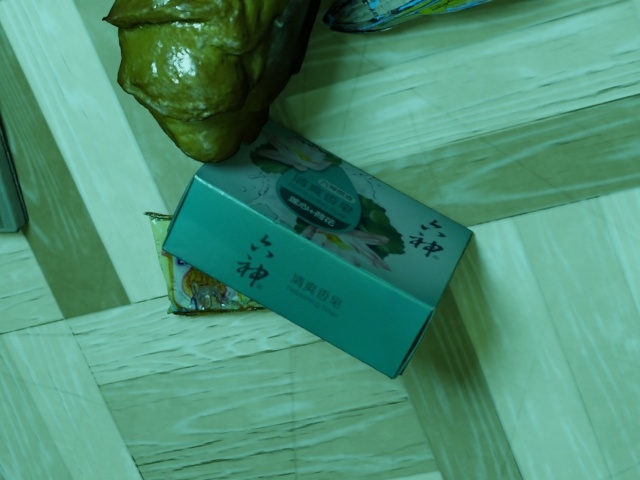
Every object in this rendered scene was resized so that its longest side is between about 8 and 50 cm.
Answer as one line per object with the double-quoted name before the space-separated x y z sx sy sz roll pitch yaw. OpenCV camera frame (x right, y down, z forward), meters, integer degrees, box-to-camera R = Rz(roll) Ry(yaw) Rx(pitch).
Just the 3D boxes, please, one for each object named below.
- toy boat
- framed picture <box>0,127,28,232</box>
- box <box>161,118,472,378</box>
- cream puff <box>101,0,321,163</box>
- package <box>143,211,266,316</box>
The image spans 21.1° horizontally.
"toy boat" 0.081 -0.223 1.462 0.210 0.066 0.084 -20 75 37
"framed picture" -0.487 -0.204 1.671 0.326 0.028 0.446 1 122 20
"box" 0.000 0.000 1.551 0.245 0.153 0.092 28 122 2
"cream puff" -0.080 -0.201 1.445 0.155 0.241 0.269 12 85 9
"package" -0.111 0.023 1.674 0.108 0.031 0.121 -2 115 21
